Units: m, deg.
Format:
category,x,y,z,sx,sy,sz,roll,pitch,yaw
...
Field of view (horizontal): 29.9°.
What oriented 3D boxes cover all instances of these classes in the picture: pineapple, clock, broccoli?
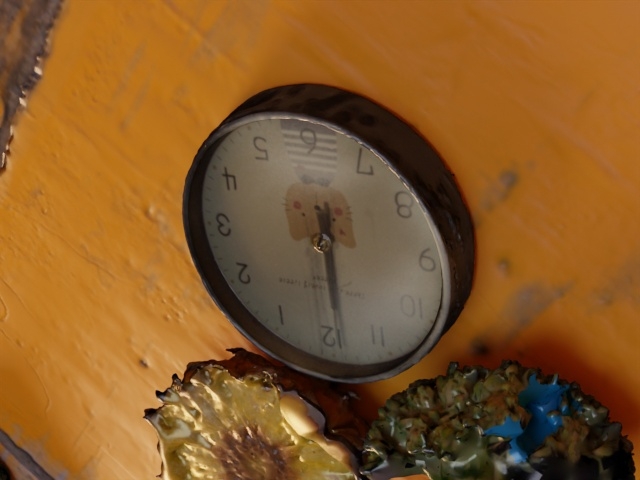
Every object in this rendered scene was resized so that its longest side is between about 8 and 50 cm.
category,x,y,z,sx,sy,sz,roll,pitch,yaw
pineapple,-0.037,0.168,0.967,0.225,0.076,0.224,15,127,21
clock,0.000,0.000,0.860,0.226,0.049,0.226,16,124,25
broccoli,0.117,0.158,0.808,0.167,0.160,0.154,27,131,-7

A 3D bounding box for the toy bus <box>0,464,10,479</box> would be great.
category,x,y,z,sx,sy,sz,roll,pitch,yaw
toy bus,-0.362,0.295,1.241,0.088,0.101,0.175,-16,107,38
